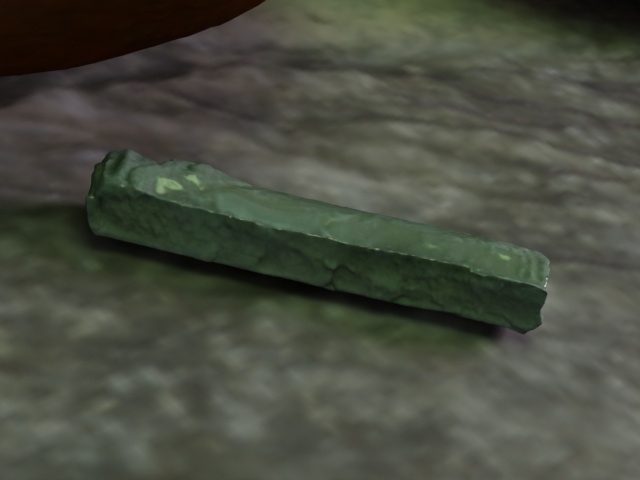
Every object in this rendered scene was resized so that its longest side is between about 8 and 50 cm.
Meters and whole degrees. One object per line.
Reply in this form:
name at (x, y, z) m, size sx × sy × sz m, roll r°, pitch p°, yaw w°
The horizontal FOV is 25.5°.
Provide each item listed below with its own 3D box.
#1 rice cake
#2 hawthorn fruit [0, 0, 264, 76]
rice cake at (0.000, 0.000, 0.363) m, size 0.121 × 0.021 × 0.022 m, roll 13°, pitch 29°, yaw -4°
hawthorn fruit at (-0.109, -0.136, 0.364) m, size 0.262 × 0.210 × 0.210 m, roll -16°, pitch 45°, yaw -4°
